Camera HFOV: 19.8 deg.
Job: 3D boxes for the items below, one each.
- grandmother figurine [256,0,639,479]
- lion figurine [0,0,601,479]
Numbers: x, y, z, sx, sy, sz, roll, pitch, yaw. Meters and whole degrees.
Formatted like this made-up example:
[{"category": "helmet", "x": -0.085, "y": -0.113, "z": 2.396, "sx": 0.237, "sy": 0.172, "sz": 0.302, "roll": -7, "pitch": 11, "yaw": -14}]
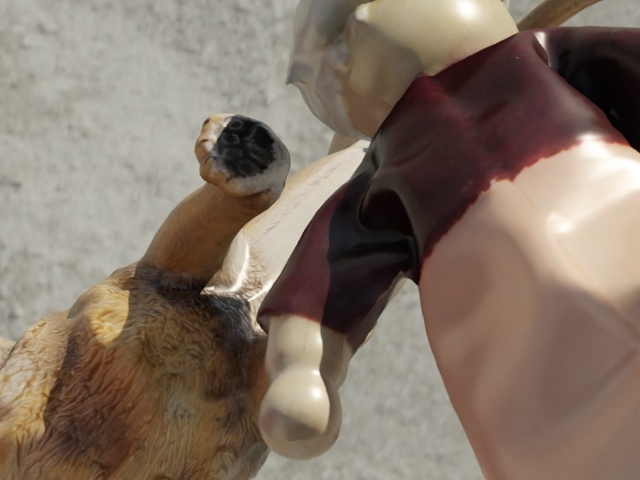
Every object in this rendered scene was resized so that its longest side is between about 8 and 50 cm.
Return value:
[{"category": "grandmother figurine", "x": 0.067, "y": 0.003, "z": 0.594, "sx": 0.207, "sy": 0.104, "sz": 0.342, "roll": -25, "pitch": 42, "yaw": 1}, {"category": "lion figurine", "x": 0.000, "y": 0.000, "z": 0.828, "sx": 0.392, "sy": 0.240, "sz": 0.142, "roll": -30, "pitch": 78, "yaw": -33}]
